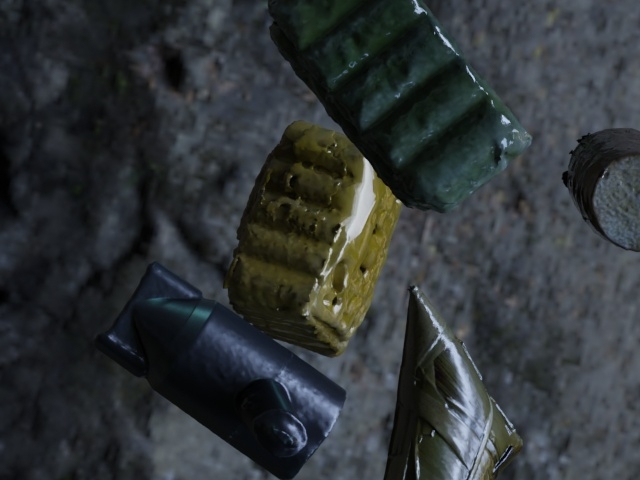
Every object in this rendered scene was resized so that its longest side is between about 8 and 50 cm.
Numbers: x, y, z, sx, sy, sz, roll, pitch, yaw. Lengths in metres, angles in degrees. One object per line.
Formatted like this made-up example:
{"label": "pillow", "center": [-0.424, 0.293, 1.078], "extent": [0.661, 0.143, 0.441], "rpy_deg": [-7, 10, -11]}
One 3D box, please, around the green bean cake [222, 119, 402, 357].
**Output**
{"label": "green bean cake", "center": [0.000, 0.000, 1.694], "extent": [0.229, 0.131, 0.224], "rpy_deg": [51, 60, -70]}

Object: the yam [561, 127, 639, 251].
{"label": "yam", "center": [0.222, -0.039, 1.115], "extent": [0.127, 0.084, 0.084], "rpy_deg": [-71, 173, -80]}

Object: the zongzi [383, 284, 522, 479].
{"label": "zongzi", "center": [0.069, 0.155, 1.214], "extent": [0.189, 0.081, 0.178], "rpy_deg": [-48, 119, -42]}

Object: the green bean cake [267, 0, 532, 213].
{"label": "green bean cake", "center": [0.052, -0.111, 1.034], "extent": [0.094, 0.183, 0.185], "rpy_deg": [-40, -177, 11]}

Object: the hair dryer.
{"label": "hair dryer", "center": [-0.089, 0.133, 1.475], "extent": [0.116, 0.244, 0.302], "rpy_deg": [-56, -172, -4]}
